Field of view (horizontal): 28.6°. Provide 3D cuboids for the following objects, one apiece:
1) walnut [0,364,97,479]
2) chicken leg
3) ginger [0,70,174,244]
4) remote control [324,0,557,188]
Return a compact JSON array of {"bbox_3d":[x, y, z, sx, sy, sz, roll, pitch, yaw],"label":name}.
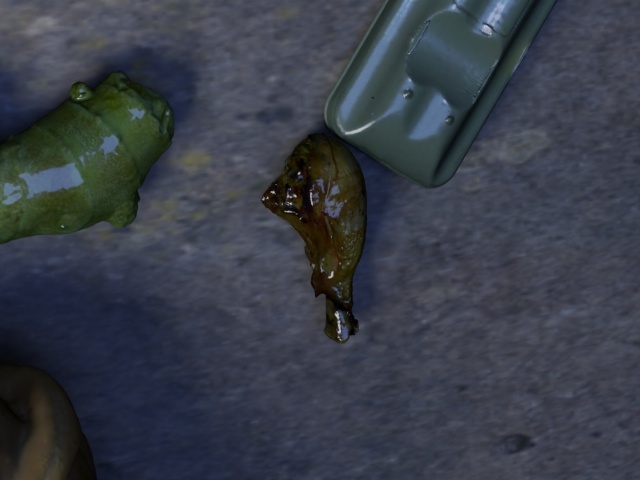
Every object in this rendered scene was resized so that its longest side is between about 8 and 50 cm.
[{"bbox_3d":[-0.284,0.213,0.909,0.285,0.285,0.296,-41,116,-4],"label":"walnut"},{"bbox_3d":[0.000,0.000,1.052,0.093,0.070,0.178,-3,111,21],"label":"chicken leg"},{"bbox_3d":[-0.254,-0.062,0.947,0.289,0.089,0.137,0,85,-13],"label":"ginger"},{"bbox_3d":[0.135,-0.208,1.040,0.128,0.065,0.335,29,94,-23],"label":"remote control"}]
